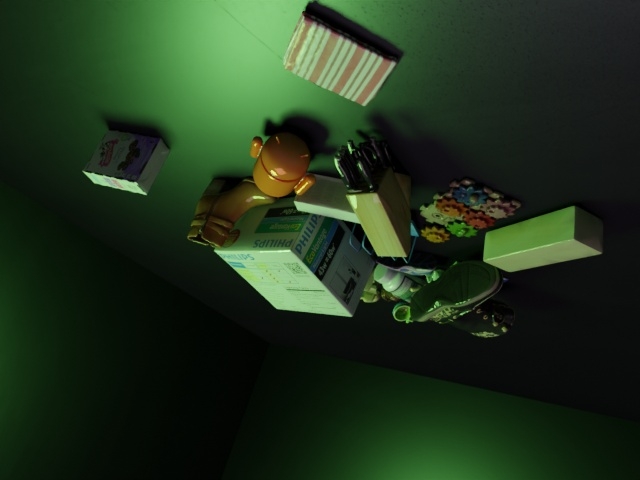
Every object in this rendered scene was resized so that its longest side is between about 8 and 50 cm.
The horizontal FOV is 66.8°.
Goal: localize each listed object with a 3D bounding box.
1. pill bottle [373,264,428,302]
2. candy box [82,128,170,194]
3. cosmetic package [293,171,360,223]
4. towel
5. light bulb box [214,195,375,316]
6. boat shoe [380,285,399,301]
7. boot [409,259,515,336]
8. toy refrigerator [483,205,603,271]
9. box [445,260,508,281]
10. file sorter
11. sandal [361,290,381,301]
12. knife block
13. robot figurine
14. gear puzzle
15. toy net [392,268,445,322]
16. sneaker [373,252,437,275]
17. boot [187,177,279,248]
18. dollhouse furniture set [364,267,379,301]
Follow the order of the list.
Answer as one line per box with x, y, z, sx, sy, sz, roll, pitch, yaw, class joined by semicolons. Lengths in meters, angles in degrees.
0.282;0.143;1.722;0.180;0.108;0.108;30;155;-22;pill bottle
-0.584;-0.239;1.465;0.196;0.165;0.070;12;156;16;candy box
0.057;-0.112;1.332;0.238;0.099;0.060;13;157;15;cosmetic package
0.034;-0.341;0.922;0.196;0.029;0.144;22;158;-12;towel
-0.078;0.054;1.594;0.357;0.225;0.361;-2;141;40;light bulb box
0.265;0.204;1.840;0.064;0.060;0.178;36;-175;-5;boat shoe
0.496;0.197;1.529;0.284;0.138;0.377;20;145;-20;boot
0.544;0.000;1.209;0.102;0.094;0.269;21;159;-22;toy refrigerator
0.508;0.129;1.595;0.178;0.043;0.109;20;158;1;box
0.186;-0.009;1.419;0.170;0.105;0.118;13;168;24;file sorter
0.141;0.216;2.082;0.239;0.088;0.079;-6;116;34;sandal
0.121;-0.097;1.144;0.088;0.276;0.242;1;-179;38;knife block
-0.098;-0.191;1.238;0.128;0.158;0.219;-17;169;-23;robot figurine
0.356;-0.054;1.292;0.175;0.044;0.339;23;157;-9;gear puzzle
0.357;0.199;1.675;0.122;0.045;0.232;37;108;-24;toy net
0.278;0.079;1.614;0.211;0.080;0.081;13;154;18;sneaker
-0.276;-0.082;1.504;0.283;0.220;0.109;9;155;23;boot
0.092;0.174;1.839;0.241;0.161;0.212;18;166;14;dollhouse furniture set
